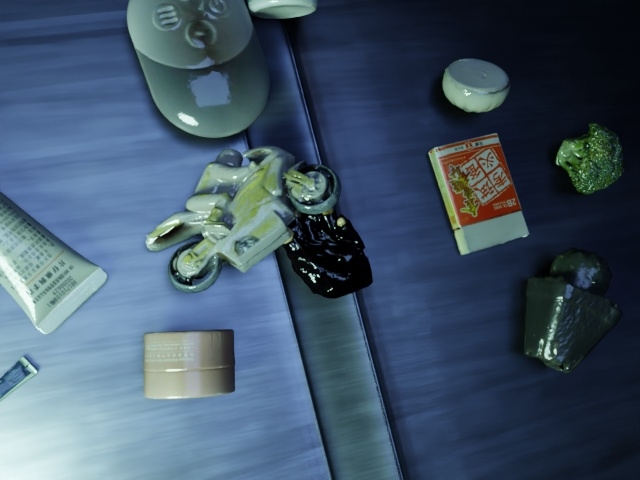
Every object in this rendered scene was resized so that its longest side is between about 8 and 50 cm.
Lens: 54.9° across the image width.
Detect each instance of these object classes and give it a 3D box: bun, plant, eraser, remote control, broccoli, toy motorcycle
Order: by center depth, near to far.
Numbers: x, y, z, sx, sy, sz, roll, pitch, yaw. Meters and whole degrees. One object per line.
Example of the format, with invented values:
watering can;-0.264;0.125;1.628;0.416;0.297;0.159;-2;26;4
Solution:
toy motorcycle;-0.146;-0.063;1.085;0.341;0.108;0.223;-36;65;-7
remote control;-0.219;-0.348;1.125;0.221;0.103;0.331;-20;90;-15
plant;0.509;0.138;1.259;0.165;0.142;0.255;24;80;-11
eraser;0.333;-0.099;1.292;0.157;0.038;0.230;-15;86;-19
bun;0.320;-0.311;1.293;0.138;0.094;0.138;4;47;-4
broccoli;0.592;-0.181;1.340;0.138;0.146;0.162;25;90;20

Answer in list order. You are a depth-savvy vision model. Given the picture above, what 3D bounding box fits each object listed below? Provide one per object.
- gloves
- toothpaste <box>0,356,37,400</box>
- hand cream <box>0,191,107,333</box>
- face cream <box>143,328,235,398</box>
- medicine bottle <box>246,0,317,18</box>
gloves;0.000;0.000;1.136;0.164;0.124;0.203;-12;68;-28
toothpaste;-0.523;0.249;0.990;0.140;0.021;0.037;-44;95;-19
hand cream;-0.502;-0.004;0.999;0.140;0.089;0.314;-44;100;-17
face cream;-0.216;0.202;1.021;0.149;0.149;0.104;0;81;-17
medicine bottle;-0.078;-0.548;1.152;0.139;0.139;0.236;-6;100;-18
